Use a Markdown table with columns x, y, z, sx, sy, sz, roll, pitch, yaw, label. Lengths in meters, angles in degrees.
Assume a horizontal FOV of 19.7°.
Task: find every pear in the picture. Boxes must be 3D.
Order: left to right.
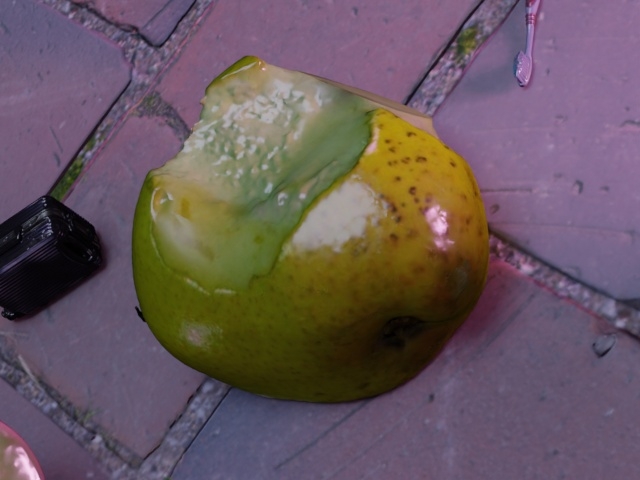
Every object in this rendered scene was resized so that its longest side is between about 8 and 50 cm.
| x | y | z | sx | sy | sz | roll | pitch | yaw | label |
| --- | --- | --- | --- | --- | --- | --- | --- | --- | --- |
| 0.000 | 0.000 | 1.503 | 0.282 | 0.176 | 0.286 | 27 | 82 | 41 | pear |

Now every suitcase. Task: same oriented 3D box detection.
| x | y | z | sx | sy | sz | roll | pitch | yaw | label |
| --- | --- | --- | --- | --- | --- | --- | --- | --- | --- |
| -0.275 | 0.016 | 1.751 | 0.126 | 0.086 | 0.059 | -33 | 50 | 16 | suitcase |

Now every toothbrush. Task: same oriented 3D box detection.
| x | y | z | sx | sy | sz | roll | pitch | yaw | label |
| --- | --- | --- | --- | --- | --- | --- | --- | --- | --- |
| 0.185 | -0.217 | 1.605 | 0.013 | 0.019 | 0.193 | -9 | 57 | 33 | toothbrush |

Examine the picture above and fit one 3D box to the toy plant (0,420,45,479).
| x | y | z | sx | sy | sz | roll | pitch | yaw | label |
| --- | --- | --- | --- | --- | --- | --- | --- | --- | --- |
| -0.397 | 0.277 | 1.605 | 0.356 | 0.211 | 0.317 | -16 | 56 | 44 | toy plant |
